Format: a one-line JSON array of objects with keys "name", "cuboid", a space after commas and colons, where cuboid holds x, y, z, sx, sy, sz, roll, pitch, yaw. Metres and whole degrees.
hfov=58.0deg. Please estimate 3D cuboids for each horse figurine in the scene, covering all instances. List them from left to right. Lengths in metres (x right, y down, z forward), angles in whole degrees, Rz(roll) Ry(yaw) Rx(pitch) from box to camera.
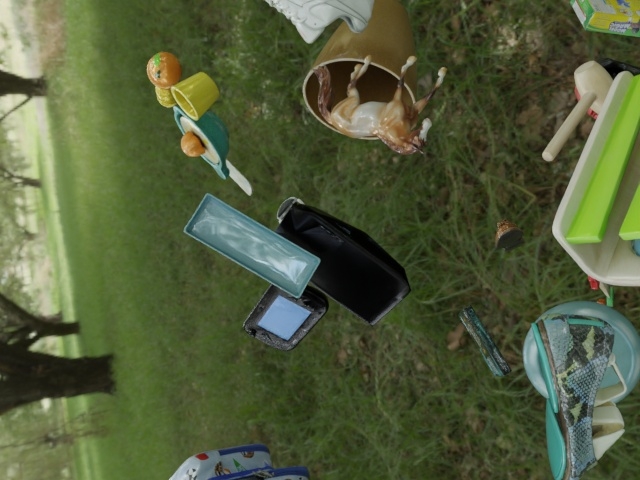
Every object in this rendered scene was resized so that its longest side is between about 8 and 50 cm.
[{"name": "horse figurine", "cuboid": [0.091, -0.229, 0.976, 0.263, 0.066, 0.175, 16, 78, 33]}]

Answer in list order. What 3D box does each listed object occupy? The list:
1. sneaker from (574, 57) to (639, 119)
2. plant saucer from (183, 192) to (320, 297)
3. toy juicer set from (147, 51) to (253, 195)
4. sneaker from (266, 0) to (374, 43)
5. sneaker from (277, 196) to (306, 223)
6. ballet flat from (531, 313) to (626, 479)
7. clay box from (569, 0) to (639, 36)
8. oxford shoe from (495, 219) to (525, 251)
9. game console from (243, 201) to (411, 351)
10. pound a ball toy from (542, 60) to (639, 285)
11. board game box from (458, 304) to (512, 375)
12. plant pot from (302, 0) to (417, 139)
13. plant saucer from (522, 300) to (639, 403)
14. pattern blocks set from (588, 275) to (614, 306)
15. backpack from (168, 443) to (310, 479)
[{"name": "sneaker", "cuboid": [0.559, -0.217, 1.006, 0.097, 0.135, 0.276, -41, 70, 11]}, {"name": "plant saucer", "cuboid": [-0.098, 0.008, 0.835, 0.067, 0.192, 0.018, -60, 1, -10]}, {"name": "toy juicer set", "cuboid": [-0.255, -0.219, 1.133, 0.209, 0.089, 0.329, 39, 162, 25]}, {"name": "sneaker", "cuboid": [-0.030, -0.332, 0.787, 0.090, 0.232, 0.115, -117, 32, -70]}, {"name": "sneaker", "cuboid": [0.000, 0.000, 1.625, 0.110, 0.118, 0.292, -42, 65, 12]}, {"name": "ballet flat", "cuboid": [0.214, 0.135, 0.469, 0.070, 0.070, 0.189, 43, 158, 52]}, {"name": "clay box", "cuboid": [0.734, -0.551, 1.399, 0.053, 0.221, 0.128, 106, 166, -51]}, {"name": "oxford shoe", "cuboid": [0.484, -0.021, 1.509, 0.076, 0.212, 0.076, -27, 74, 16]}, {"name": "game console", "cuboid": [-0.017, 0.094, 0.945, 0.213, 0.044, 0.361, 35, 137, -1]}, {"name": "pound a ball toy", "cuboid": [0.392, -0.099, 0.720, 0.208, 0.135, 0.319, -9, 45, 59]}, {"name": "board game box", "cuboid": [0.417, 0.258, 1.477, 0.186, 0.026, 0.126, 61, 180, 15]}, {"name": "plant pot", "cuboid": [0.111, -0.389, 1.238, 0.237, 0.237, 0.255, -40, 29, 60]}, {"name": "plant saucer", "cuboid": [0.731, 0.328, 1.604, 0.043, 0.317, 0.318, -28, -66, -74]}, {"name": "pattern blocks set", "cuboid": [0.865, 0.082, 1.773, 0.026, 0.325, 0.286, -2, 57, 35]}, {"name": "backpack", "cuboid": [-0.129, 0.452, 0.905, 0.276, 0.263, 0.213, -50, 43, 34]}]
